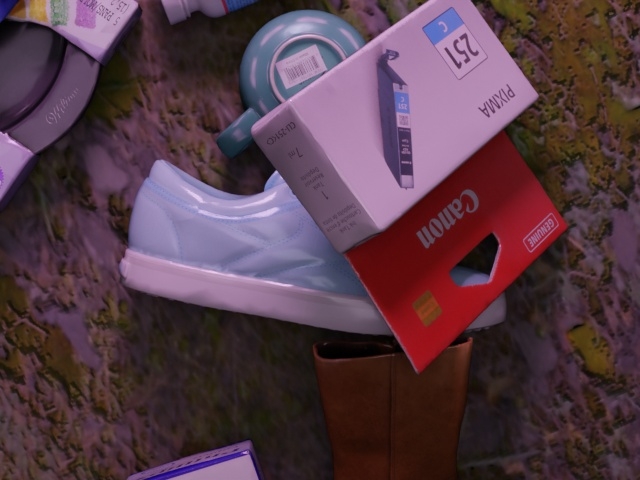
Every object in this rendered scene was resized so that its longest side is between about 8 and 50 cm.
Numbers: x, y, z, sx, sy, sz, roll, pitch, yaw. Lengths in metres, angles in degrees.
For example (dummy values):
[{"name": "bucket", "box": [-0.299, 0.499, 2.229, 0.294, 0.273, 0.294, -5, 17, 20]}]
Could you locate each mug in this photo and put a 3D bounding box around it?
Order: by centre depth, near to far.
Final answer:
[{"name": "mug", "box": [-0.017, -0.139, 1.727, 0.129, 0.097, 0.157, 18, 88, -3]}]

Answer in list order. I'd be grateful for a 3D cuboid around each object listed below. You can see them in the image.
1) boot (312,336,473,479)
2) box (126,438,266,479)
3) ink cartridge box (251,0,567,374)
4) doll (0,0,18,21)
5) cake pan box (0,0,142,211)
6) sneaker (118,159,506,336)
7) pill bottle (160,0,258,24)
[{"name": "boot", "box": [0.128, 0.215, 1.702, 0.264, 0.096, 0.280, 2, 109, 9]}, {"name": "box", "box": [-0.113, 0.238, 1.701, 0.126, 0.137, 0.072, -17, 90, -2]}, {"name": "ink cartridge box", "box": [0.107, -0.065, 1.653, 0.261, 0.066, 0.296, 55, 44, -4]}, {"name": "doll", "box": [-0.355, -0.198, 1.672, 0.189, 0.046, 0.129, -43, 101, 5]}, {"name": "cake pan box", "box": [-0.335, -0.190, 1.730, 0.267, 0.070, 0.246, 36, 91, -2]}, {"name": "sneaker", "box": [0.000, 0.000, 1.706, 0.366, 0.135, 0.150, 8, 97, -3]}, {"name": "pill bottle", "box": [-0.080, -0.264, 1.730, 0.160, 0.087, 0.087, -23, 91, -3]}]
